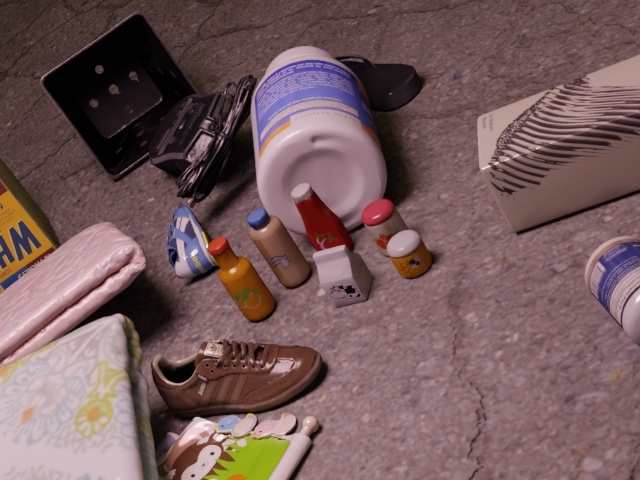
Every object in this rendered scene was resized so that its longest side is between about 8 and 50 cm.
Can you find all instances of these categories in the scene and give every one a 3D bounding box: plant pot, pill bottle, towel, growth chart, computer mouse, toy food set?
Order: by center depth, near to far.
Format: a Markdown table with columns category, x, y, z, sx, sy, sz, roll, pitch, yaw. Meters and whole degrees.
| category | x | y | z | sx | sy | sz | roll | pitch | yaw |
| --- | --- | --- | --- | --- | --- | --- | --- | --- | --- |
| pill bottle | 0.279 | 0.050 | 1.007 | 0.067 | 0.067 | 0.120 | -31 | 31 | 2 |
| towel | -0.303 | 0.271 | 1.127 | 0.320 | 0.090 | 0.375 | -23 | 44 | 5 |
| growth chart | -0.122 | 0.232 | 1.156 | 0.237 | 0.021 | 0.172 | -8 | 37 | 33 |
| toy food set | 0.000 | 0.000 | 1.294 | 0.232 | 0.105 | 0.111 | -14 | 35 | 27 |
| pill bottle | -0.008 | -0.135 | 1.451 | 0.152 | 0.152 | 0.272 | -26 | 31 | 11 |
| towel | -0.362 | 0.094 | 1.466 | 0.317 | 0.053 | 0.332 | -39 | 16 | -9 |
| computer mouse | -0.161 | -0.134 | 1.639 | 0.189 | 0.072 | 0.272 | -61 | 24 | -6 |
| plant pot | -0.316 | -0.232 | 1.854 | 0.187 | 0.188 | 0.167 | -37 | 19 | -8 |

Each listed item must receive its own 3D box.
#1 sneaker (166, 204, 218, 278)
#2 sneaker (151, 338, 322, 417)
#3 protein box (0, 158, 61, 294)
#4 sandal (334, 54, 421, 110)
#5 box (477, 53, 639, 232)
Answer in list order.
| category | x | y | z | sx | sy | sz | roll | pitch | yaw |
| --- | --- | --- | --- | --- | --- | --- | --- | --- | --- |
| sneaker | -0.172 | 0.001 | 1.501 | 0.059 | 0.053 | 0.144 | -35 | 30 | 0 |
| sneaker | -0.092 | 0.135 | 1.217 | 0.188 | 0.071 | 0.066 | -18 | 33 | 24 |
| protein box | -0.482 | -0.029 | 1.679 | 0.136 | 0.200 | 0.201 | -36 | 31 | -5 |
| sandal | 0.034 | -0.228 | 1.639 | 0.254 | 0.054 | 0.097 | 6 | 47 | 46 |
| box | 0.301 | -0.112 | 1.194 | 0.275 | 0.094 | 0.113 | -21 | 32 | 19 |
